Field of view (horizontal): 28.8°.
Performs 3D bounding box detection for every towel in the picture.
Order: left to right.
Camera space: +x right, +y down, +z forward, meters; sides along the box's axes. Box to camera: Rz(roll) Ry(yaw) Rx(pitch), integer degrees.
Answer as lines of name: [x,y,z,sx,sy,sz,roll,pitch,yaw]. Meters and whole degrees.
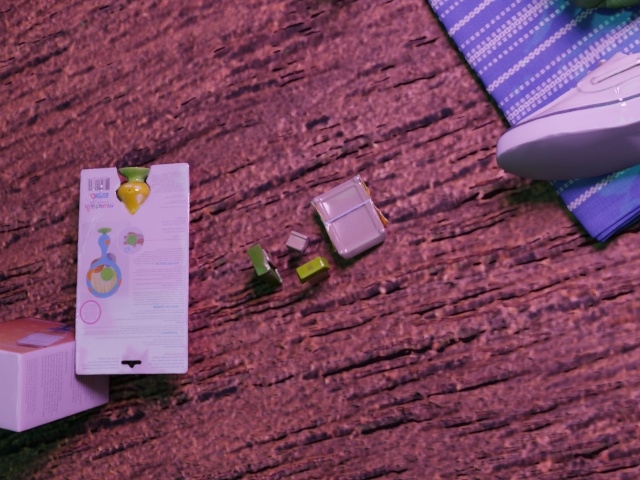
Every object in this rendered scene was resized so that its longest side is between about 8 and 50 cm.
towel: [0.273,-0.196,1.212,0.243,0.040,0.336,-38,76,25]

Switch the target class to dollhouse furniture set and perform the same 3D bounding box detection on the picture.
dollhouse furniture set: [0.000,0.000,1.357,0.151,0.058,0.076,-28,73,5]

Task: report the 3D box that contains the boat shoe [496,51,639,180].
boat shoe: [0.283,-0.131,1.141,0.267,0.096,0.088,-20,56,34]

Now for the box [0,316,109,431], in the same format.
box: [-0.344,0.151,1.448,0.130,0.170,0.091,7,98,25]

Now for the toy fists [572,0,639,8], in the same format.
toy fists: [0.248,-0.345,1.113,0.142,0.096,0.279,-3,110,31]

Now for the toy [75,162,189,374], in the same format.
toy: [-0.208,0.034,1.435,0.136,0.056,0.237,-2,85,16]
